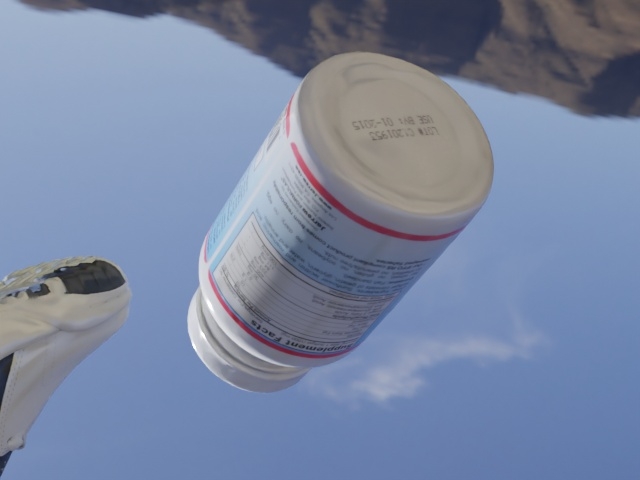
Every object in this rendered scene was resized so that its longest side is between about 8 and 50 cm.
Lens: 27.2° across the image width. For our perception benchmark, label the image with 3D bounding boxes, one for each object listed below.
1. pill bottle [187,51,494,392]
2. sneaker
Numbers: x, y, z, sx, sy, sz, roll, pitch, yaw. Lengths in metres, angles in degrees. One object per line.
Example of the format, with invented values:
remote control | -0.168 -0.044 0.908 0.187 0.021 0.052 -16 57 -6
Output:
pill bottle | 0.000 0.000 0.570 0.087 0.160 0.087 15 -129 -19
sneaker | -0.155 0.121 0.557 0.235 0.153 0.094 -35 -167 -16
